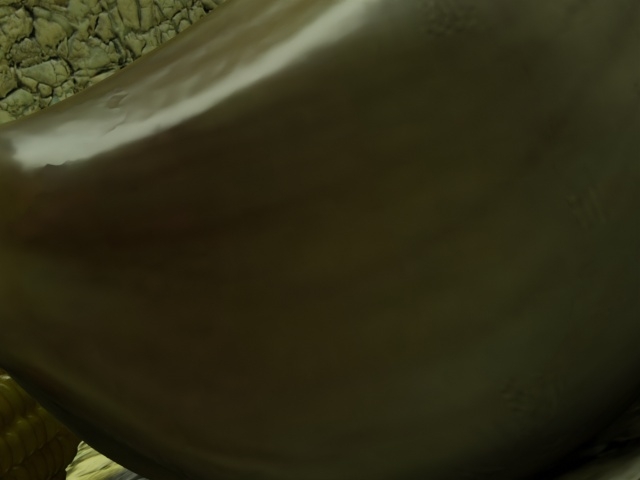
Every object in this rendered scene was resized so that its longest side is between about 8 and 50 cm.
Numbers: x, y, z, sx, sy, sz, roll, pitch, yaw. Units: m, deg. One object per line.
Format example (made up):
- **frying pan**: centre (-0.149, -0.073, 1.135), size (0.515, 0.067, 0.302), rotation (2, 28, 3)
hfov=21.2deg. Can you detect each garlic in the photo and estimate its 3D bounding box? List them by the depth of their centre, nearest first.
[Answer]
- **garlic**: centre (0.030, -0.026, 0.677), size (0.340, 0.246, 0.231), rotation (-43, -5, -2)

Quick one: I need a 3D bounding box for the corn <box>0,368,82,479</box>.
- **corn**: centre (-0.236, 0.149, 0.890), size (0.120, 0.120, 0.363), rotation (-24, 11, 29)
